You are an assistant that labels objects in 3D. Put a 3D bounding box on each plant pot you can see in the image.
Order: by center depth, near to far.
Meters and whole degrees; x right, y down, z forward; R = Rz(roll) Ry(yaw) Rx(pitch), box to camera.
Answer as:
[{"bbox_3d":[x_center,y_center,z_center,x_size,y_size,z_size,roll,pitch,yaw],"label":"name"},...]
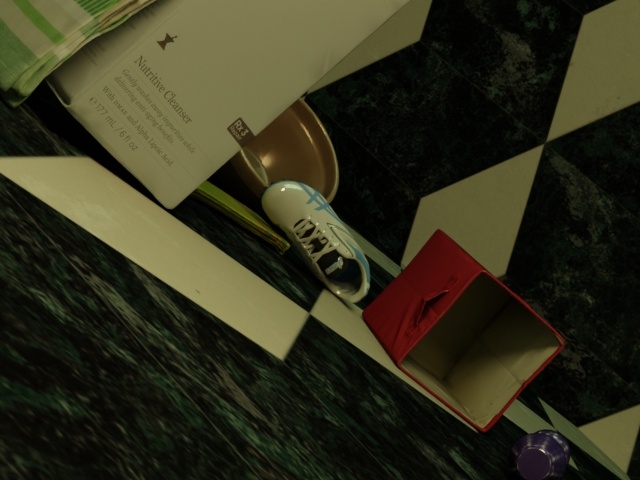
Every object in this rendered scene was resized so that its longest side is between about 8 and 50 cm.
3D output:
[{"bbox_3d":[-0.089,-0.132,2.062,0.237,0.110,0.237,29,45,-34],"label":"plant pot"}]

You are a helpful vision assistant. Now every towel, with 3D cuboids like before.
[{"bbox_3d":[-0.246,-0.296,1.396,0.248,0.325,0.038,46,-10,42],"label":"towel"},{"bbox_3d":[-0.136,-0.051,1.822,0.102,0.021,0.237,41,4,37],"label":"towel"}]

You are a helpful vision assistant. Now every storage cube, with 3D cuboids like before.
[{"bbox_3d":[0.205,0.127,1.920,0.215,0.183,0.193,39,5,-23],"label":"storage cube"}]

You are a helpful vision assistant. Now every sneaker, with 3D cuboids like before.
[{"bbox_3d":[0.000,0.000,1.908,0.237,0.085,0.086,48,8,-32],"label":"sneaker"}]

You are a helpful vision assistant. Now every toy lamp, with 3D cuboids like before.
[{"bbox_3d":[0.307,0.301,1.808,0.080,0.080,0.275,43,6,14],"label":"toy lamp"}]

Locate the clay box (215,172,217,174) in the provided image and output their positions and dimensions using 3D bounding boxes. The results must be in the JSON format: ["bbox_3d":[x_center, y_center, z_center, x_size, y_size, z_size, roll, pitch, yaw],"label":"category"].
[{"bbox_3d":[-0.226,-0.194,2.141,0.222,0.053,0.127,39,7,-18],"label":"clay box"}]

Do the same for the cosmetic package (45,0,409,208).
[{"bbox_3d":[-0.111,-0.249,1.475,0.156,0.385,0.217,48,0,43],"label":"cosmetic package"}]
